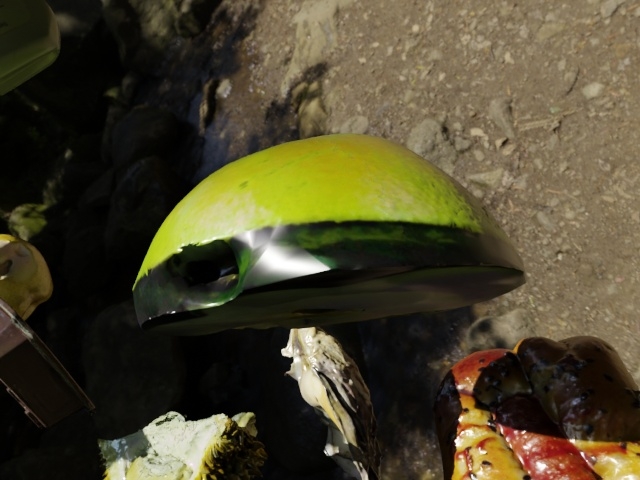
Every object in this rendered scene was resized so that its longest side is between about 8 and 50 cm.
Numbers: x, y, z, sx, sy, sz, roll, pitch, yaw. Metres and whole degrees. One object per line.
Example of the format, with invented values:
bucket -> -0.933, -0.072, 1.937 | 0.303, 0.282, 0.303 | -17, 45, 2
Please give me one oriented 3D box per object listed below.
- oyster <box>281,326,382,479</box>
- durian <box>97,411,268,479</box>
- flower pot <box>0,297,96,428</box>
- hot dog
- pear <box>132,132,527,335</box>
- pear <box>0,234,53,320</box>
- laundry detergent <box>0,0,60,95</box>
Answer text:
oyster -> 0.037, 0.293, 0.799 | 0.275, 0.101, 0.270 | 39, 139, 43
durian -> -0.189, 0.325, 0.714 | 0.306, 0.172, 0.166 | -31, 76, 35
flower pot -> -0.497, 0.219, 0.818 | 0.179, 0.250, 0.084 | 14, 44, 40
hot dog -> 0.380, 0.326, 0.831 | 0.368, 0.196, 0.365 | -17, 31, 18
pear -> 0.001, -0.002, 0.537 | 0.399, 0.399, 0.165 | -19, 70, 37
pear -> -0.606, 0.078, 0.926 | 0.178, 0.178, 0.177 | -18, 61, 37
laundry detergent -> -0.379, -0.248, 0.432 | 0.181, 0.253, 0.091 | -42, 21, -18
